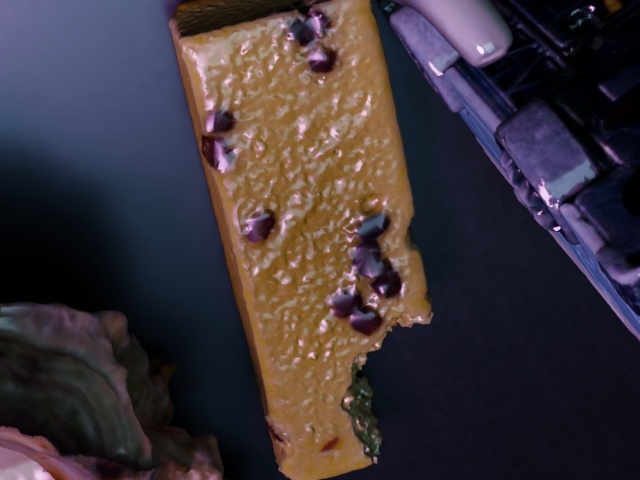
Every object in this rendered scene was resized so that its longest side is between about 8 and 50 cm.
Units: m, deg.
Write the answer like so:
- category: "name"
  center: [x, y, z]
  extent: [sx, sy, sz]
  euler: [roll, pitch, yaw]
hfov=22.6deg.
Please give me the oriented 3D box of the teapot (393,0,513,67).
- category: "teapot"
  center: [-0.033, -0.190, 0.556]
  extent: [0.193, 0.129, 0.294]
  euler: [-36, 108, 2]

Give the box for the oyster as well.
- category: "oyster"
  center: [-0.159, 0.058, 0.621]
  extent: [0.361, 0.221, 0.096]
  euler: [16, 71, -25]

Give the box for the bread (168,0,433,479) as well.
- category: "bread"
  center: [0.000, 0.000, 0.693]
  extent: [0.088, 0.049, 0.226]
  euler: [-16, 115, -5]

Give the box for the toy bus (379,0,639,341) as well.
- category: "toy bus"
  center: [0.139, -0.031, 0.589]
  extent: [0.133, 0.271, 0.165]
  euler: [-34, 118, 4]
